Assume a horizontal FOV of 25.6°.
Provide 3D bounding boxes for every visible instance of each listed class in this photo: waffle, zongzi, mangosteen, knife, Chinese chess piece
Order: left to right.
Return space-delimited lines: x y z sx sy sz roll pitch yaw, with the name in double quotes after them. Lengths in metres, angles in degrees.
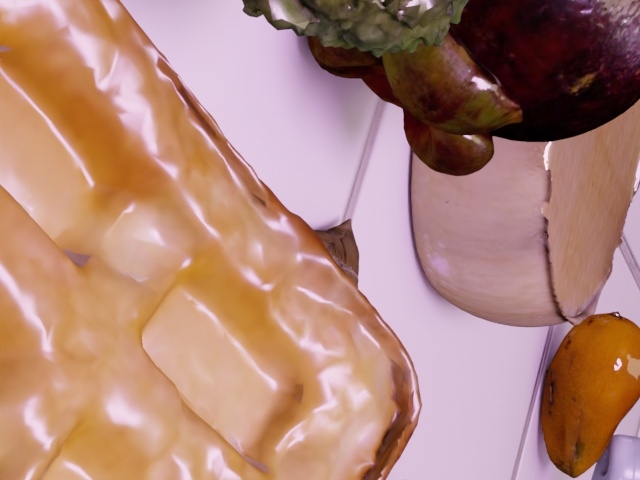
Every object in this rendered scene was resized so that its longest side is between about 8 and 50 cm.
-0.125 0.070 0.349 0.304 0.077 0.348 53 48 -25 "waffle"
0.000 0.000 0.778 0.076 0.040 0.083 58 36 -47 "zongzi"
0.098 -0.139 0.762 0.210 0.209 0.210 -35 129 -57 "mangosteen"
0.154 -0.066 0.998 0.257 0.104 0.257 -33 127 -58 "Chinese chess piece"
0.268 0.309 1.410 0.080 0.044 0.331 -83 -178 -48 "knife"

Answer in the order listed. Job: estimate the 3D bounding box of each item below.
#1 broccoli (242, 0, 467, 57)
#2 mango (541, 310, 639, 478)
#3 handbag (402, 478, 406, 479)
-0.012 -0.200 0.546 0.302 0.186 0.254 -39 118 -16 "broccoli"
0.247 0.137 1.303 0.159 0.084 0.105 -64 175 26 "mango"
0.039 0.322 0.879 0.276 0.084 0.260 83 28 -45 "handbag"
